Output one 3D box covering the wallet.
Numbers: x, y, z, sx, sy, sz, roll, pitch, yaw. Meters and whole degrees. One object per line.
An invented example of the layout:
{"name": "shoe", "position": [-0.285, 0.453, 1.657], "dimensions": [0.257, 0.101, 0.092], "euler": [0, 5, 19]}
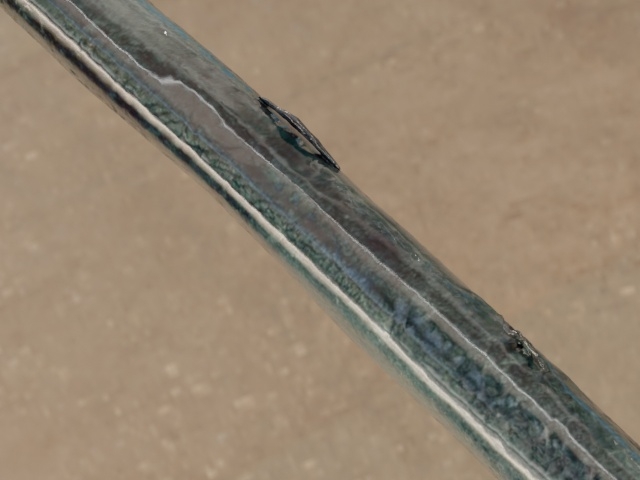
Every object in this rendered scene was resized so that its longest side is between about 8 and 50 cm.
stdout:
{"name": "wallet", "position": [0.000, 0.000, 0.710], "dimensions": [0.046, 0.191, 0.379], "euler": [-46, 65, -1]}
